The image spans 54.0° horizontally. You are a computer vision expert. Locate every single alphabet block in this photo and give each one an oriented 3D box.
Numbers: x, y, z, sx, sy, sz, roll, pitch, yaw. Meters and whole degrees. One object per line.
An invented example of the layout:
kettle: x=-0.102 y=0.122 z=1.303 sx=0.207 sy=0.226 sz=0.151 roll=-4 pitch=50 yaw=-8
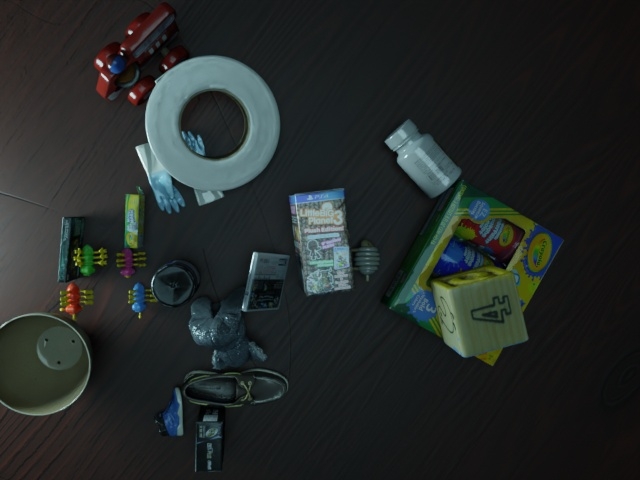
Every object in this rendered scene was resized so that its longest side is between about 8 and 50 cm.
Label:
alphabet block: x=0.440 y=0.192 z=1.759 sx=0.194 sy=0.192 sz=0.197 roll=-15 pitch=95 yaw=-6

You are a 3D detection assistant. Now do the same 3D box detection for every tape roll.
tape roll: x=-0.312 y=-0.339 z=1.826 sx=0.392 sy=0.072 sz=0.391 roll=-4 pitch=104 yaw=-16

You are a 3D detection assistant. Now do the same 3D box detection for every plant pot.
plant pot: x=-0.776 y=0.329 z=1.797 sx=0.284 sy=0.191 sz=0.284 roll=0 pitch=96 yaw=-4

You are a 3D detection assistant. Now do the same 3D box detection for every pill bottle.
pill bottle: x=-0.412 y=0.119 z=1.812 sx=0.123 sy=0.219 sz=0.122 roll=0 pitch=93 yaw=-6
pill bottle: x=0.309 y=-0.252 z=1.913 sx=0.131 sy=0.131 sz=0.229 roll=-44 pitch=96 yaw=-2

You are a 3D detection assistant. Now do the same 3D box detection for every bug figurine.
bug figurine: x=-0.619 y=0.122 z=1.831 sx=0.279 sy=0.072 sz=0.216 roll=3 pitch=88 yaw=-36

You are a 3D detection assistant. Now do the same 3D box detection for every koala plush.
koala plush: x=-0.274 y=0.292 z=1.866 sx=0.196 sy=0.203 sz=0.221 roll=-14 pitch=120 yaw=11

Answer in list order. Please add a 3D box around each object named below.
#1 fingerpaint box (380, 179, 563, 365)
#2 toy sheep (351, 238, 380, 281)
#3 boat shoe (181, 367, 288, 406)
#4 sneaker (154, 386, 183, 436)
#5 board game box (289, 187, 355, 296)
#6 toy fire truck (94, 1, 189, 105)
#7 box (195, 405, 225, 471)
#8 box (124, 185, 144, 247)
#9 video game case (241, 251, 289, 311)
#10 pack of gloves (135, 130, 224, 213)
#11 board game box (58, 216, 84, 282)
fingerpaint box: x=0.460 y=0.095 z=1.932 sx=0.371 sy=0.163 sz=0.444 roll=30 pitch=90 yaw=-7
toy sheep: x=0.141 y=0.062 z=1.937 sx=0.091 sy=0.091 sz=0.132 roll=-2 pitch=88 yaw=-6
boat shoe: x=-0.258 y=0.452 z=1.908 sx=0.325 sy=0.097 sz=0.116 roll=4 pitch=92 yaw=-6
sneaker: x=-0.463 y=0.524 z=1.909 sx=0.085 sy=0.058 sz=0.152 roll=-2 pitch=100 yaw=-15
board game box: x=0.000 y=0.000 z=1.844 sx=0.141 sy=0.232 sz=0.290 roll=-7 pitch=94 yaw=-7
toy fire truck: x=-0.512 y=-0.519 z=1.749 sx=0.302 sy=0.254 sz=0.169 roll=-45 pitch=96 yaw=-2
box: x=-0.325 y=0.580 z=1.866 sx=0.078 sy=0.180 sz=0.147 roll=2 pitch=93 yaw=-6
box: x=-0.545 y=-0.070 z=1.845 sx=0.043 sy=0.105 sz=0.179 roll=4 pitch=92 yaw=-7
video game case: x=-0.161 y=0.123 z=1.865 sx=0.022 sy=0.190 sz=0.173 roll=12 pitch=92 yaw=26
pack of gloves: x=-0.422 y=-0.205 z=1.881 sx=0.195 sy=0.046 sz=0.232 roll=-21 pitch=95 yaw=-4
board game box: x=-0.722 y=0.024 z=1.821 sx=0.026 sy=0.126 sz=0.186 roll=6 pitch=92 yaw=-5
